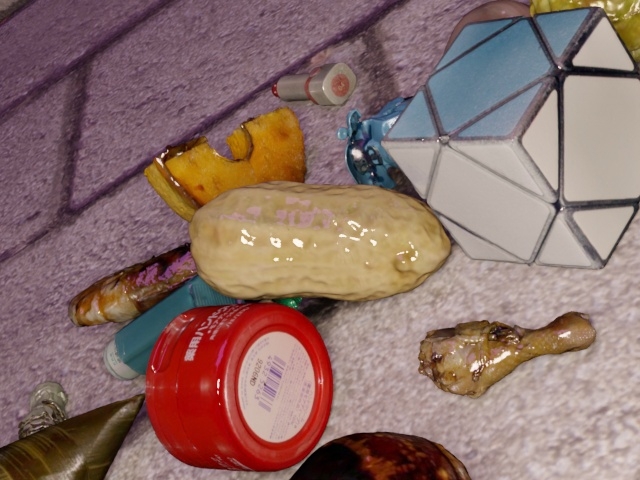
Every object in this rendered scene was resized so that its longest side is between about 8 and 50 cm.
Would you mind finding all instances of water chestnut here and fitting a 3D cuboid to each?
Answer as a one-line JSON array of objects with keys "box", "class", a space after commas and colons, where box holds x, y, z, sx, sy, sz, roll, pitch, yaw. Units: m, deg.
[{"box": [0.063, 0.281, 1.143, 0.223, 0.238, 0.224, 0, 90, 51], "class": "water chestnut"}]

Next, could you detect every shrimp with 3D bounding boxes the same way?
[{"box": [-0.194, 0.033, 1.823, 0.364, 0.071, 0.233, -22, 11, 21], "class": "shrimp"}]

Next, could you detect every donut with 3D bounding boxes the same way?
[{"box": [-0.123, -0.083, 1.851, 0.259, 0.152, 0.101, -24, -3, -43], "class": "donut"}]

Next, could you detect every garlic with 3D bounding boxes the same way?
[{"box": [0.217, -0.244, 1.753, 0.148, 0.128, 0.266, -45, 17, -31], "class": "garlic"}]

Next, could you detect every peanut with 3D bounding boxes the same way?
[{"box": [0.000, 0.000, 1.549, 0.313, 0.152, 0.152, -1, 43, 13], "class": "peanut"}]

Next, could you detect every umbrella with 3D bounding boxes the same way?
[{"box": [-0.384, 0.245, 1.806, 0.067, 0.062, 0.143, -4, 28, -1], "class": "umbrella"}]

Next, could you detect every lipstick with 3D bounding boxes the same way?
[{"box": [-0.026, -0.243, 2.047, 0.186, 0.057, 0.063, 4, 52, 54], "class": "lipstick"}]

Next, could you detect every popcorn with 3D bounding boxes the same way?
[{"box": [0.361, -0.304, 1.595, 0.198, 0.198, 0.212, -11, 15, 41], "class": "popcorn"}]

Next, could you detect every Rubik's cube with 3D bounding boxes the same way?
[{"box": [0.232, -0.109, 1.430, 0.205, 0.207, 0.205, 5, 53, 49], "class": "Rubik's cube"}]

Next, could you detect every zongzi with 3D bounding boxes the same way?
[{"box": [-0.337, 0.381, 1.473, 0.432, 0.208, 0.403, -31, 35, -7], "class": "zongzi"}]

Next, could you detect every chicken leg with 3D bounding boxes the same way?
[{"box": [0.191, 0.114, 1.336, 0.197, 0.069, 0.085, -15, 15, 27], "class": "chicken leg"}]

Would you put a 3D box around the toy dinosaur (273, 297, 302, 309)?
[{"box": [-0.027, 0.034, 1.658, 0.096, 0.059, 0.132, -23, 38, -1], "class": "toy dinosaur"}]

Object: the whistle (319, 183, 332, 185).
[{"box": [-0.010, -0.056, 1.798, 0.057, 0.046, 0.109, -49, 22, 15], "class": "whistle"}]

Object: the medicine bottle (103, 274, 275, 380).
[{"box": [-0.180, 0.112, 1.710, 0.258, 0.124, 0.079, -32, 67, 38], "class": "medicine bottle"}]

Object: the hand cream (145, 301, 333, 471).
[{"box": [-0.088, 0.163, 1.450, 0.125, 0.193, 0.193, -6, 44, 41], "class": "hand cream"}]

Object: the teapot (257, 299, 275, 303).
[{"box": [-0.120, 0.157, 1.607, 0.200, 0.077, 0.107, -41, 26, -1], "class": "teapot"}]

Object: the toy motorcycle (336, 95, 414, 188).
[{"box": [0.131, -0.131, 1.661, 0.182, 0.124, 0.272, -42, 28, -23], "class": "toy motorcycle"}]
